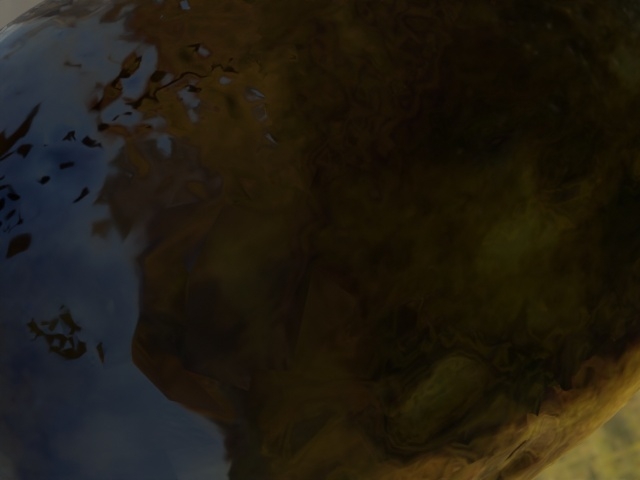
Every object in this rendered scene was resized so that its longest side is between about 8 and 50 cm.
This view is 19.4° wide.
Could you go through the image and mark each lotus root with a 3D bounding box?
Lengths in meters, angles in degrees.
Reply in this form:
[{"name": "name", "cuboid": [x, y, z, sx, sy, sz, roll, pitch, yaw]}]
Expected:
[{"name": "lotus root", "cuboid": [0.000, 0.000, 0.473, 0.141, 0.314, 0.169, 47, 162, 56]}]
